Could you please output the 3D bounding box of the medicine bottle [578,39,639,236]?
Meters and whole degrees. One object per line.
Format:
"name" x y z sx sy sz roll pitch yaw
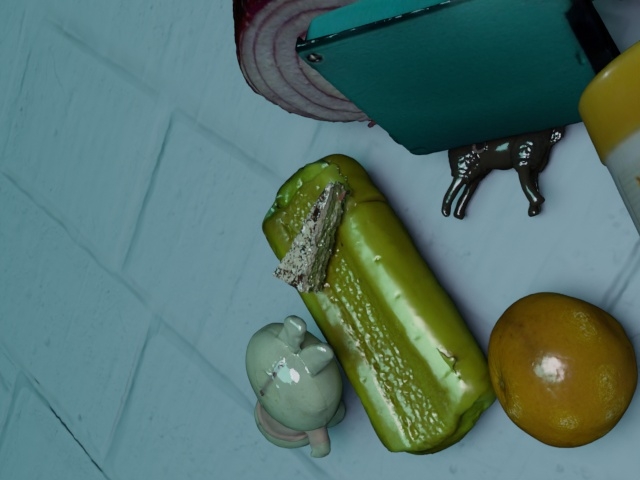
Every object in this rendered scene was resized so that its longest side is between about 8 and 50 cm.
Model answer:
"medicine bottle" 0.363 -0.063 0.606 0.238 0.238 0.232 -30 74 36

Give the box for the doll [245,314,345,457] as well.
"doll" -0.033 0.186 0.933 0.155 0.113 0.275 47 163 22

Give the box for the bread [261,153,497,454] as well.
"bread" 0.071 0.070 0.928 0.166 0.112 0.383 -43 66 29

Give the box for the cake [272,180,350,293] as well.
"cake" 0.000 0.000 0.877 0.055 0.051 0.140 43 116 29

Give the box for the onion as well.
"onion" 0.052 -0.299 0.832 0.336 0.282 0.260 -18 60 47

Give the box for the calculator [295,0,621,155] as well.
"calculator" 0.138 -0.167 0.714 0.248 0.274 0.058 -11 69 33

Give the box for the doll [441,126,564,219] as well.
"doll" 0.205 -0.106 0.852 0.139 0.057 0.165 0 83 41

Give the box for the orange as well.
"orange" 0.245 0.127 0.770 0.136 0.159 0.159 -14 80 -4
